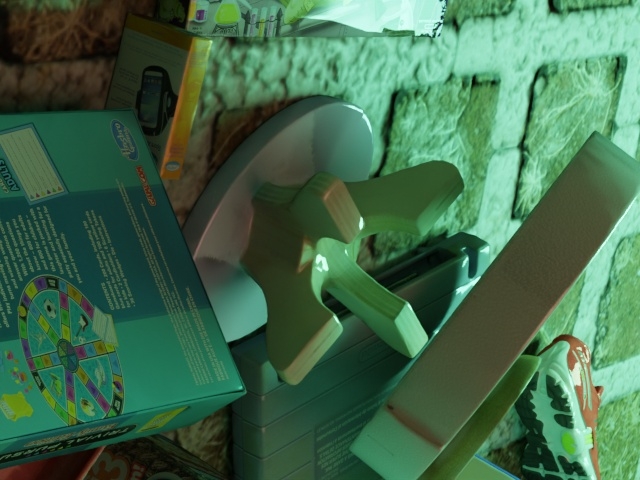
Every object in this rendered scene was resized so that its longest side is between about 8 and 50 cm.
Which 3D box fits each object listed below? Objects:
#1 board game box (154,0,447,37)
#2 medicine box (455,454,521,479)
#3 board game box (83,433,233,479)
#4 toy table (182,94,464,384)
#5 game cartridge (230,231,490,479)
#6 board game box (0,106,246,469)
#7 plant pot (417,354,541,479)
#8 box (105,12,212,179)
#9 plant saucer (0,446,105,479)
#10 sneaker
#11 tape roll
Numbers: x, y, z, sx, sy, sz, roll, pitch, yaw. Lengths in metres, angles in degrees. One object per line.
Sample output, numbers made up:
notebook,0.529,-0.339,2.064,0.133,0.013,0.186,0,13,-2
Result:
board game box,0.007,-0.284,1.474,0.347,0.056,0.208,-8,111,-47
medicine box,0.229,0.391,1.879,0.149,0.263,0.289,-53,153,-17
board game box,-0.132,0.314,1.417,0.232,0.291,0.141,-60,146,-5
toy table,0.000,0.000,1.525,0.274,0.161,0.252,-57,141,-9
game cartridge,0.045,0.152,1.743,0.355,0.068,0.230,-25,131,-40
board game box,-0.239,0.034,1.205,0.336,0.254,0.079,-7,159,-47
plant pot,0.142,0.204,1.700,0.236,0.032,0.236,-50,175,-6
box,-0.140,-0.111,1.363,0.028,0.081,0.136,-3,112,-50
plant saucer,-0.322,0.160,1.243,0.258,0.047,0.259,38,76,-19
sneaker,0.319,0.233,2.077,0.118,0.107,0.279,-48,142,-35
tape roll,0.169,0.068,1.577,0.392,0.072,0.392,-52,175,-6
